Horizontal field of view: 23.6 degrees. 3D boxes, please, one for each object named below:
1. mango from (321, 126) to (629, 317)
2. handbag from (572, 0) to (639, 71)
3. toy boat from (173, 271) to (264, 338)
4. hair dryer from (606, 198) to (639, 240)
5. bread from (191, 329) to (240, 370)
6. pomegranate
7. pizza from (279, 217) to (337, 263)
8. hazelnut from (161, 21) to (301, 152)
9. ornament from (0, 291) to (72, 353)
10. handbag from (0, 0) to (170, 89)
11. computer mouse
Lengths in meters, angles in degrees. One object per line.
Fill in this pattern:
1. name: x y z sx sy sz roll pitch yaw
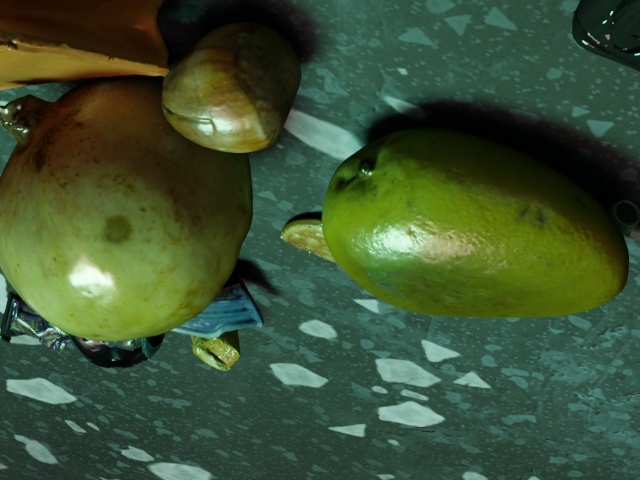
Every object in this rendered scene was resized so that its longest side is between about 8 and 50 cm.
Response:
1. mango: 0.180 -0.004 1.786 0.365 0.182 0.253 19 149 6
2. handbag: 0.398 -0.192 1.438 0.275 0.088 0.244 24 155 -13
3. toy boat: -0.232 0.080 2.243 0.309 0.129 0.142 13 139 2
4. hair dryer: 0.389 -0.008 1.824 0.124 0.037 0.063 18 153 -11
5. bread: -0.161 0.139 2.319 0.074 0.132 0.053 35 111 -30
6. pomegranate: -0.245 -0.056 1.807 0.338 0.338 0.338 14 152 8
7. pizza: -0.013 -0.008 2.071 0.099 0.029 0.100 11 150 30
8. hazelnut: -0.100 -0.167 1.697 0.150 0.150 0.150 14 152 8
9. ornament: -0.424 0.145 2.538 0.203 0.088 0.081 10 173 -8
10. handbag: -0.392 -0.231 1.665 0.410 0.116 0.303 -1 180 32
11. computer mouse: -0.326 0.138 2.404 0.137 0.096 0.233 -15 147 5
